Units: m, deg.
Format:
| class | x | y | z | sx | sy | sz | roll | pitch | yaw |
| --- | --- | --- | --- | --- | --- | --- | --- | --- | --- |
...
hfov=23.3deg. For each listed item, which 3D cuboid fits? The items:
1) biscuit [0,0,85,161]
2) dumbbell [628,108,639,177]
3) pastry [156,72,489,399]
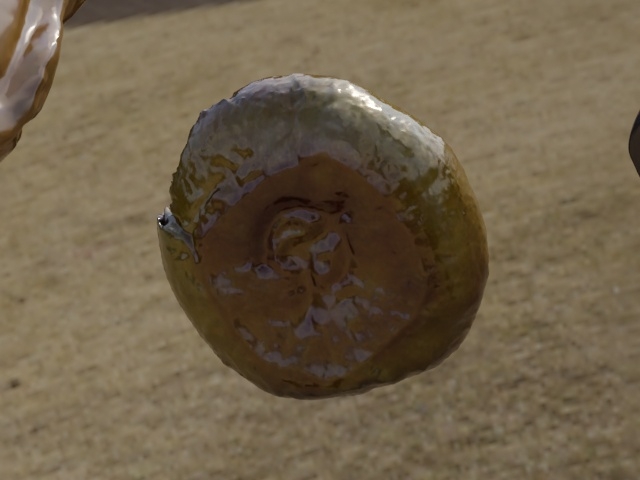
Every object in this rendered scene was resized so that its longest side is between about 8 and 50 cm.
| class | x | y | z | sx | sy | sz | roll | pitch | yaw |
| --- | --- | --- | --- | --- | --- | --- | --- | --- | --- |
| biscuit | -0.201 | -0.181 | 0.546 | 0.057 | 0.312 | 0.351 | -38 | 22 | 32 |
| dumbbell | 0.314 | -0.107 | 1.137 | 0.124 | 0.140 | 0.225 | -16 | 26 | 33 |
| pastry | 0.000 | 0.000 | 1.542 | 0.356 | 0.356 | 0.164 | -5 | 13 | 27 |
